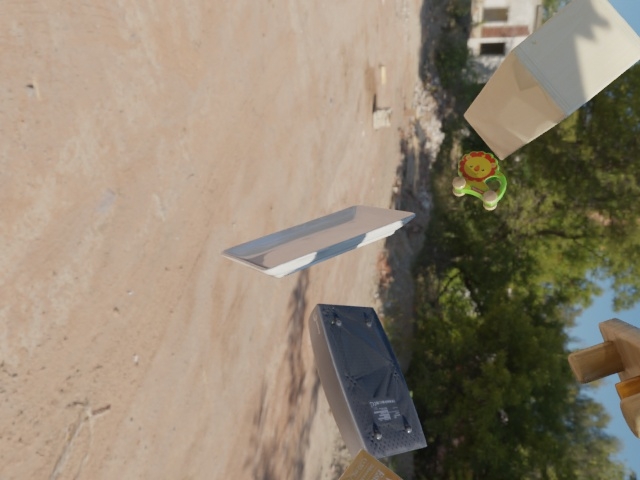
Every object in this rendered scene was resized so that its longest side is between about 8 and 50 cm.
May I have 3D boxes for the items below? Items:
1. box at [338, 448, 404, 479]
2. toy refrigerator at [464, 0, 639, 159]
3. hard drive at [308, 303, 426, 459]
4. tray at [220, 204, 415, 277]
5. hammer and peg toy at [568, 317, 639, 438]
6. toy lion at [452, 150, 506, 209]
[{"bbox_3d":[0.069,0.345,0.640,0.130,0.170,0.091,-39,156,-45],"label":"box"},{"bbox_3d":[0.253,-0.181,0.684,0.094,0.102,0.269,51,3,4],"label":"toy refrigerator"},{"bbox_3d":[0.071,0.229,0.959,0.172,0.054,0.254,10,51,-47],"label":"hard drive"},{"bbox_3d":[0.000,0.000,0.873,0.270,0.145,0.030,-20,111,-31],"label":"tray"},{"bbox_3d":[0.384,0.263,0.575,0.266,0.127,0.361,-11,79,-80],"label":"hammer and peg toy"},{"bbox_3d":[0.291,-0.115,1.053,0.096,0.100,0.034,-53,152,-14],"label":"toy lion"}]
